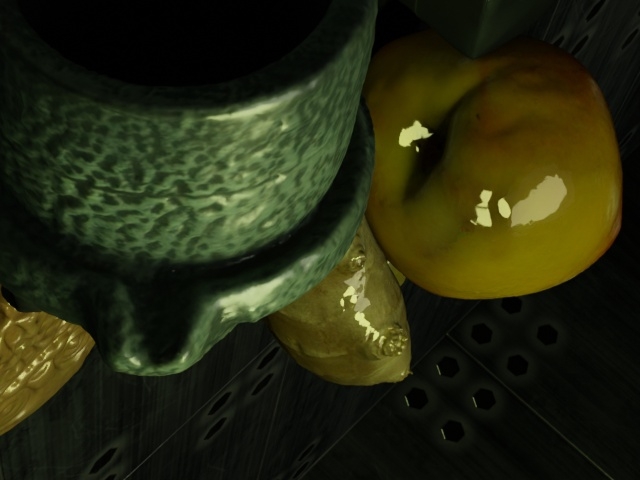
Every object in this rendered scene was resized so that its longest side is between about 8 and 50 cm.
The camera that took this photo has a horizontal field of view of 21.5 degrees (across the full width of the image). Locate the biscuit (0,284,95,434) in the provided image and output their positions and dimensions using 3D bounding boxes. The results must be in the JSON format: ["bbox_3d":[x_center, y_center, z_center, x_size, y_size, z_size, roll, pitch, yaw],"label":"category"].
[{"bbox_3d":[-0.270,0.100,1.539,0.202,0.044,0.289,-44,168,-17],"label":"biscuit"}]

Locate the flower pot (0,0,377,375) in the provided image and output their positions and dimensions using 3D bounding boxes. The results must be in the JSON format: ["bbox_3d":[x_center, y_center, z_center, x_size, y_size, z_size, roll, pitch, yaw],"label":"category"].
[{"bbox_3d":[-0.103,-0.066,1.075,0.299,0.299,0.283,-41,159,-29],"label":"flower pot"}]

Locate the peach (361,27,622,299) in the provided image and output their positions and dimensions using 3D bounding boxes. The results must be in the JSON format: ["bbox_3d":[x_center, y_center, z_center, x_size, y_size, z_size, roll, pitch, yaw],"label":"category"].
[{"bbox_3d":[0.171,-0.076,1.765,0.289,0.289,0.308,-53,150,17],"label":"peach"}]

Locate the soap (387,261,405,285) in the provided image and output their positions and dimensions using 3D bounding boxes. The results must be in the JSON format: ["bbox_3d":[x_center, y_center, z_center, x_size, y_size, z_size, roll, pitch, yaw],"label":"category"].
[{"bbox_3d":[0.127,-0.055,2.069,0.339,0.169,0.304,-51,156,12],"label":"soap"}]

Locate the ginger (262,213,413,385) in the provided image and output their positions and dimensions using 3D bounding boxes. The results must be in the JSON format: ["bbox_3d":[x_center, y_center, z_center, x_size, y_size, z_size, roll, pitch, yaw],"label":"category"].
[{"bbox_3d":[-0.012,-0.012,1.689,0.166,0.236,0.375,-19,124,-20],"label":"ginger"}]

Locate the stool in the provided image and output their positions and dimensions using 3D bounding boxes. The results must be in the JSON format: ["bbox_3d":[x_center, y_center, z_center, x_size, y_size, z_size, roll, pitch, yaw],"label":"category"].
[{"bbox_3d":[0.169,-0.294,1.595,0.232,0.141,0.232,-45,166,-15],"label":"stool"}]
